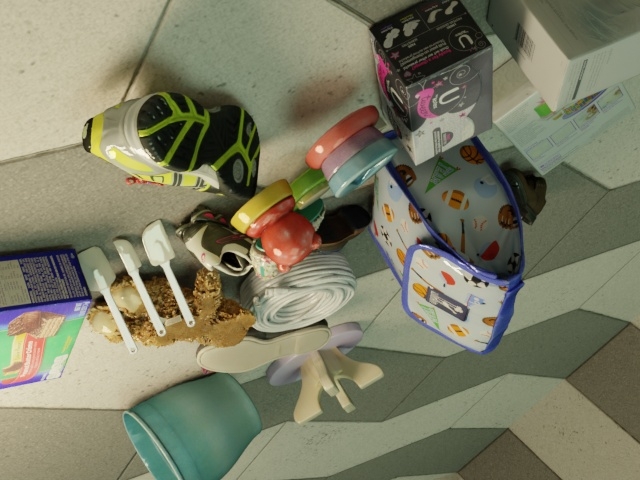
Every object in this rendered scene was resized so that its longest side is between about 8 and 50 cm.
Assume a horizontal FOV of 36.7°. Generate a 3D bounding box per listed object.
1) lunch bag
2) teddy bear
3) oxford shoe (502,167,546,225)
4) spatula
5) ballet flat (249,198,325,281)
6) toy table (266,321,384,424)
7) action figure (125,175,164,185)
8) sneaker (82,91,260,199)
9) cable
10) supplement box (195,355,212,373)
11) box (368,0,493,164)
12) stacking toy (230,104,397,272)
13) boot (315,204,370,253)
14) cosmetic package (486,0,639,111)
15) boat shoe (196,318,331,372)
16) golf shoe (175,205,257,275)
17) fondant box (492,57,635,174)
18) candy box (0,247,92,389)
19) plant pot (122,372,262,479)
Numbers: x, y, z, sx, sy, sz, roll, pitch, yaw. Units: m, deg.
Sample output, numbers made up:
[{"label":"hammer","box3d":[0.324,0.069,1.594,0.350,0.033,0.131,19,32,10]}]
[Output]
[{"label":"lunch bag","box3d":[0.251,0.003,1.876,0.239,0.385,0.328,-23,153,-12]},{"label":"teddy bear","box3d":[-0.296,0.134,1.920,0.338,0.113,0.245,-3,137,-27]},{"label":"oxford shoe","box3d":[0.467,-0.122,2.216,0.096,0.083,0.227,-50,151,-1]},{"label":"spatula","box3d":[-0.331,0.092,1.773,0.168,0.019,0.242,-27,124,-15]},{"label":"ballet flat","box3d":[-0.065,-0.004,1.808,0.241,0.091,0.077,-45,147,-50]},{"label":"toy table","box3d":[0.015,0.347,2.483,0.274,0.161,0.252,-36,152,11]},{"label":"action figure","box3d":[-0.267,-0.108,1.598,0.115,0.030,0.038,-12,153,-25]},{"label":"sneaker","box3d":[-0.214,-0.150,1.501,0.147,0.145,0.384,1,171,23]},{"label":"cable","box3d":[-0.050,0.112,2.086,0.257,0.089,0.257,-13,154,-21]},{"label":"supplement box","box3d":[-0.237,0.268,2.230,0.083,0.055,0.043,-11,147,-32]},{"label":"box","box3d":[0.189,-0.266,1.628,0.163,0.142,0.247,-27,152,-4]},{"label":"stacking toy","box3d":[0.025,-0.087,1.685,0.309,0.130,0.279,-40,174,20]},{"label":"boot","box3d":[0.000,0.000,1.958,0.219,0.082,0.106,-15,152,-40]},{"label":"cosmetic package","box3d":[0.431,-0.369,1.587,0.224,0.224,0.138,-23,152,-11]},{"label":"boat shoe","box3d":[-0.138,0.223,2.216,0.335,0.095,0.112,-8,131,-27]},{"label":"golf shoe","box3d":[-0.152,0.020,1.823,0.273,0.120,0.105,7,134,-50]},{"label":"fondant box","box3d":[0.469,-0.279,1.916,0.238,0.096,0.330,-37,152,15]},{"label":"candy box","box3d":[-0.581,0.151,1.643,0.317,0.122,0.268,-7,146,-34]},{"label":"plant pot","box3d":[-0.287,0.451,2.291,0.255,0.272,0.272,-32,156,-25]}]
